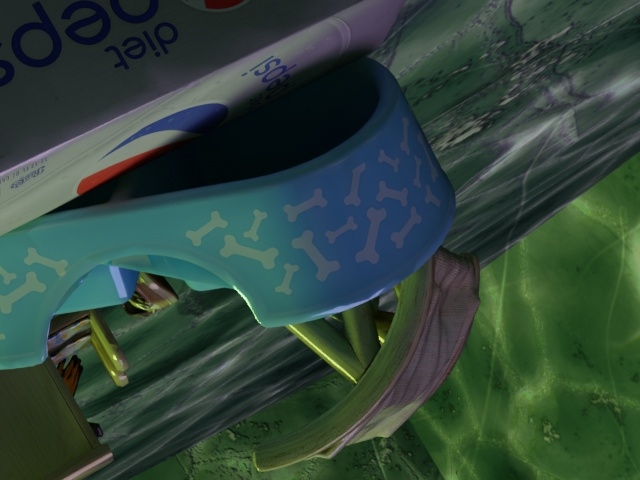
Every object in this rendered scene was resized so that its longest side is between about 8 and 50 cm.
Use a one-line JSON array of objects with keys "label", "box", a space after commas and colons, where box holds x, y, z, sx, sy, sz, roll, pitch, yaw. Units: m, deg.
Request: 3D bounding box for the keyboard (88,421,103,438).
[{"label": "keyboard", "box": [-0.286, 0.170, 1.381, 0.180, 0.023, 0.108, 4, -158, 23]}]

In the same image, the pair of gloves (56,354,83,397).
[{"label": "pair of gloves", "box": [-0.257, 0.130, 1.380, 0.083, 0.074, 0.010, 5, 144, 21]}]

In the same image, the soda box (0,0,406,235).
[{"label": "soda box", "box": [-0.101, -0.086, 0.699, 0.286, 0.098, 0.091, -29, 171, -20]}]

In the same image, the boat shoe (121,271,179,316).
[{"label": "boat shoe", "box": [-0.158, 0.043, 1.342, 0.048, 0.056, 0.153, -35, 179, -6]}]

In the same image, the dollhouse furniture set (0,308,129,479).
[{"label": "dollhouse furniture set", "box": [-0.252, 0.144, 1.233, 0.212, 0.161, 0.242, -29, 171, -13]}]

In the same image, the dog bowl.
[{"label": "dog bowl", "box": [-0.083, -0.023, 0.784, 0.297, 0.074, 0.166, -9, -148, 10]}]

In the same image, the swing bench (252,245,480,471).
[{"label": "swing bench", "box": [0.000, 0.000, 0.984, 0.165, 0.255, 0.253, -33, 171, 8]}]
